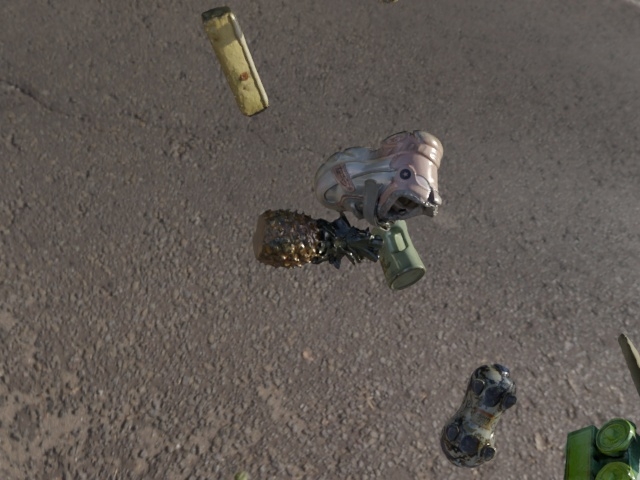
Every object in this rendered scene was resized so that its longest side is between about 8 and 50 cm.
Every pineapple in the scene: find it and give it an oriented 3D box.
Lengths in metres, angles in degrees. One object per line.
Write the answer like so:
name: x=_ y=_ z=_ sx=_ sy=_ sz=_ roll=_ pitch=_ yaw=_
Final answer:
pineapple: x=0.000 y=0.000 z=1.359 sx=0.309 sy=0.170 sz=0.141 roll=6 pitch=42 yaw=-21

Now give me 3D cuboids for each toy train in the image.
toy train: x=0.624 y=0.512 z=1.204 sx=0.159 sy=0.188 sz=0.272 roll=42 pitch=42 yaw=-5

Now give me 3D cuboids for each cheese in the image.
cheese: x=0.765 y=0.357 z=1.327 sx=0.085 sy=0.034 sz=0.400 roll=52 pitch=26 yaw=-12

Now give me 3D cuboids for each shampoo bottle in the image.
shampoo bottle: x=0.203 y=0.013 z=1.573 sx=0.087 sy=0.118 sz=0.234 roll=16 pitch=44 yaw=-39

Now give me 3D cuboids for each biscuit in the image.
biscuit: x=-0.141 y=-0.299 z=0.956 sx=0.056 sy=0.188 sz=0.052 roll=-21 pitch=46 yaw=1

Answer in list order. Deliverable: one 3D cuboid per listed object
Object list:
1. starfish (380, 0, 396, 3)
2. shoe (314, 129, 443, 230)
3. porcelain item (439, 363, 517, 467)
starfish: x=0.141 y=-0.533 z=0.906 sx=0.113 sy=0.303 sz=0.312 roll=2 pitch=80 yaw=5
shoe: x=0.132 y=-0.123 z=1.376 sx=0.172 sy=0.351 sz=0.198 roll=27 pitch=53 yaw=-44
porcelain item: x=0.416 y=0.460 z=1.512 sx=0.138 sy=0.186 sz=0.288 roll=25 pitch=87 yaw=7
